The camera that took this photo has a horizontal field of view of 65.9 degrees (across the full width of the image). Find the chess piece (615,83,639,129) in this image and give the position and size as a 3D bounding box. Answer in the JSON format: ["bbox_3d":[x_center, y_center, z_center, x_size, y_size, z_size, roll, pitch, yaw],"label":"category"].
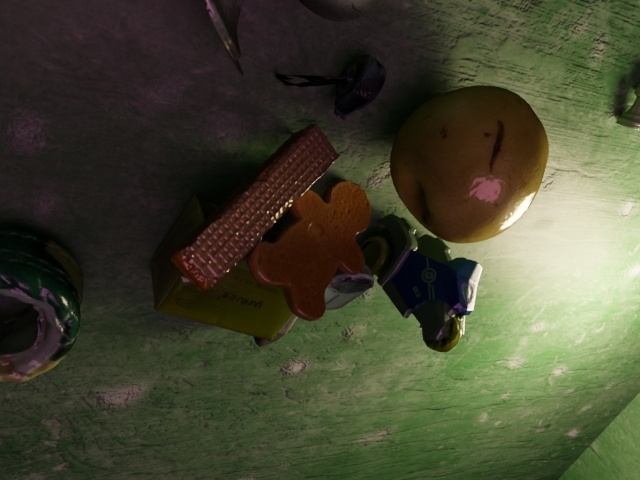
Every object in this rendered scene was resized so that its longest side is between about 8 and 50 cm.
[{"bbox_3d":[0.777,-0.327,1.208,0.067,0.067,0.103,0,116,-24],"label":"chess piece"}]

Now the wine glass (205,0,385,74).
[{"bbox_3d":[-0.018,-0.404,0.692,0.323,0.238,0.238,-22,132,5],"label":"wine glass"}]

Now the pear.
[{"bbox_3d":[0.295,-0.152,0.982,0.309,0.309,0.309,-12,130,-15],"label":"pear"}]

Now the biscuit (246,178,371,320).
[{"bbox_3d":[0.000,0.000,1.003,0.216,0.339,0.047,47,142,-19],"label":"biscuit"}]

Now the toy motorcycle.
[{"bbox_3d":[0.247,0.083,1.117,0.191,0.326,0.200,24,111,-36],"label":"toy motorcycle"}]

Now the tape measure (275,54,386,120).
[{"bbox_3d":[0.022,-0.303,0.883,0.180,0.107,0.104,21,156,-15],"label":"tape measure"}]

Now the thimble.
[{"bbox_3d":[-0.576,0.123,0.894,0.254,0.167,0.288,24,113,-35],"label":"thimble"}]

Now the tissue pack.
[{"bbox_3d":[-0.176,0.064,1.020,0.275,0.167,0.200,25,111,-35],"label":"tissue pack"}]

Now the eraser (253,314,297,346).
[{"bbox_3d":[-0.061,0.106,1.158,0.061,0.089,0.352,15,119,-35],"label":"eraser"}]

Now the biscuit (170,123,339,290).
[{"bbox_3d":[-0.110,-0.070,0.895,0.378,0.054,0.094,-50,117,-27],"label":"biscuit"}]

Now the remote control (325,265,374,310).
[{"bbox_3d":[0.040,0.114,1.166,0.104,0.052,0.247,10,152,-22],"label":"remote control"}]
